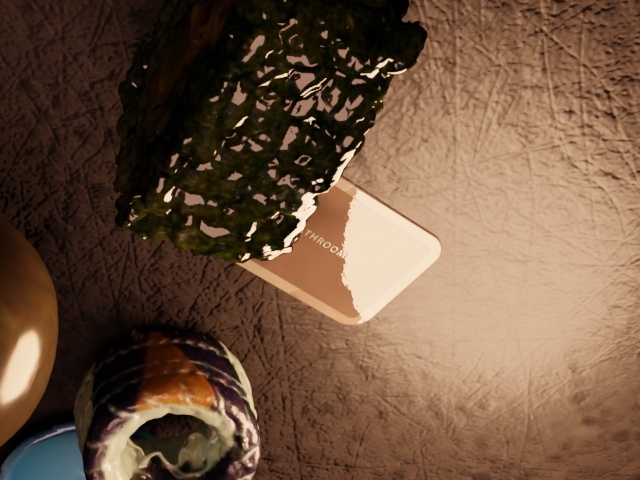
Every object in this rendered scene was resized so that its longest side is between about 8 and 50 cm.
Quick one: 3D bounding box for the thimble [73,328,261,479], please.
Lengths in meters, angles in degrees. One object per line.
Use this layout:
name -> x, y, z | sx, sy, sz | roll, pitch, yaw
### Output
thimble -> -0.193, 0.234, 1.897 | 0.237, 0.150, 0.237 | -6, 124, -9

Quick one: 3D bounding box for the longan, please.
longan -> -0.459, 0.085, 1.657 | 0.361, 0.361, 0.361 | -3, 131, -3

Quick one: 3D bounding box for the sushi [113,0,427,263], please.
sushi -> -0.068, -0.163, 1.492 | 0.178, 0.294, 0.352 | 19, 128, -24

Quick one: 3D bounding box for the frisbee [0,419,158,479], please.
frisbee -> -0.307, 0.320, 2.042 | 0.242, 0.045, 0.242 | -7, 125, -9

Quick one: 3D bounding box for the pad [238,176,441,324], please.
pad -> 0.000, 0.000, 1.828 | 0.266, 0.002, 0.176 | 31, 121, -28
